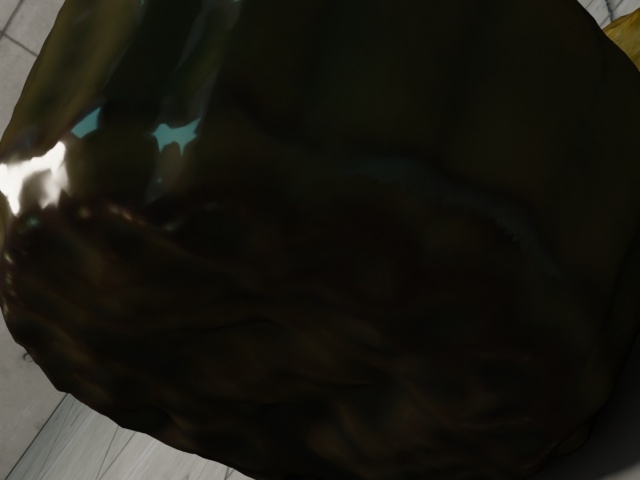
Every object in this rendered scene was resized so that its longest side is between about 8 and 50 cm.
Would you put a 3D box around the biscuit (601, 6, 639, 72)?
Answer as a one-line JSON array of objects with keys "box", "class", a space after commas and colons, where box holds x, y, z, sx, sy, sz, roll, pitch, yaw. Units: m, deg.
[{"box": [0.172, -0.086, 0.758, 0.118, 0.029, 0.247, -50, 10, -1], "class": "biscuit"}]

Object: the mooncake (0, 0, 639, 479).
[{"box": [0.000, 0.000, 0.595, 0.290, 0.290, 0.161, -43, 24, 53], "class": "mooncake"}]
